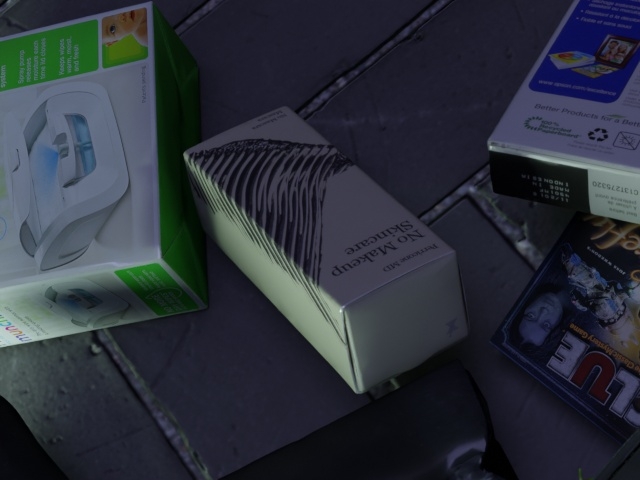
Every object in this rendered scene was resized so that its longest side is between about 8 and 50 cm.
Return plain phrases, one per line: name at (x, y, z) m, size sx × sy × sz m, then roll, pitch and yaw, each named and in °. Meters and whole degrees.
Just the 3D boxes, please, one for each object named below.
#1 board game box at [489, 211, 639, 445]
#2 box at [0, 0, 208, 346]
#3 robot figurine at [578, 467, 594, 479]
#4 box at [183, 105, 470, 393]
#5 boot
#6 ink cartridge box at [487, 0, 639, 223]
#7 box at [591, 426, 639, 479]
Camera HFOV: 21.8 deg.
board game box at (0.270, 0.082, 1.283) m, size 0.243 × 0.042 × 0.165 m, roll 38°, pitch 100°, yaw 30°
box at (-0.231, -0.055, 1.509) m, size 0.231 × 0.127 × 0.262 m, roll -10°, pitch 64°, yaw 13°
robot figurine at (0.219, 0.226, 1.244) m, size 0.115 × 0.067 × 0.101 m, roll 48°, pitch 117°, yaw 30°
box at (0.000, 0.000, 1.358) m, size 0.113 × 0.094 × 0.275 m, roll -27°, pitch 39°, yaw -19°
boot at (-0.076, 0.200, 1.315) m, size 0.445 × 0.146 × 0.367 m, roll -26°, pitch 68°, yaw 10°
ink cartridge box at (0.287, -0.159, 1.367) m, size 0.175 × 0.069 × 0.371 m, roll 13°, pitch 50°, yaw 25°
box at (0.262, 0.362, 1.074) m, size 0.395 × 0.097 × 0.318 m, roll 44°, pitch 101°, yaw 20°
